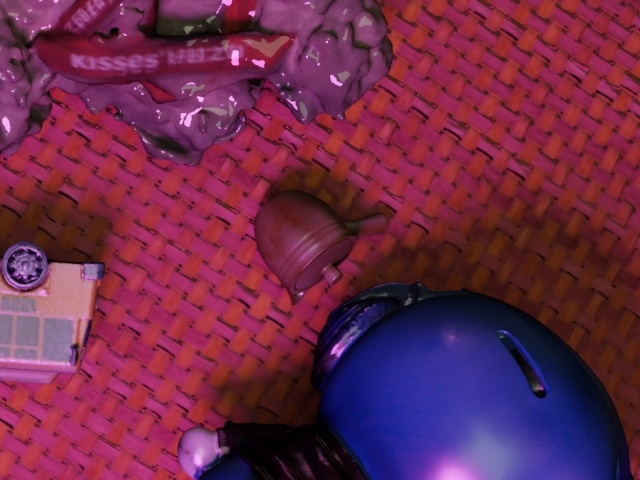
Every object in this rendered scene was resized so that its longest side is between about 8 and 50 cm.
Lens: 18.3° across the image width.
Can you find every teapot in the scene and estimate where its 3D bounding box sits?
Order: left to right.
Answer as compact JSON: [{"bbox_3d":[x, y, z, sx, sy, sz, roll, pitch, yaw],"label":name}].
[{"bbox_3d":[0.000,0.000,1.540,0.110,0.085,0.080,-27,69,-40],"label":"teapot"}]

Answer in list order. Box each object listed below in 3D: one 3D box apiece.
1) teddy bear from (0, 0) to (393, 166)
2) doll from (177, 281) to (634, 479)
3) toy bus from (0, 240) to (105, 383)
[{"bbox_3d":[-0.186,-0.154,1.411,0.367,0.224,0.357,-42,128,5],"label":"teddy bear"},{"bbox_3d":[0.070,0.174,1.448,0.310,0.240,0.284,-25,65,-17],"label":"doll"},{"bbox_3d":[-0.253,0.050,1.457,0.182,0.091,0.103,5,89,-10],"label":"toy bus"}]
